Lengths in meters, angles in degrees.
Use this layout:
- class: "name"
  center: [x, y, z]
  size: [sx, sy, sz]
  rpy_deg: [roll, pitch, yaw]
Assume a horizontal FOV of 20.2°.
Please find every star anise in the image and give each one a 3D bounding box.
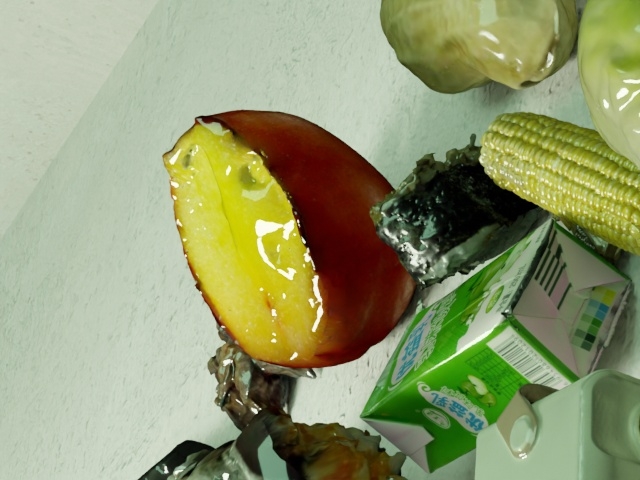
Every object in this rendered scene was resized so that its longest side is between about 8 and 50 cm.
- class: "star anise"
  center: [-0.084, 0.137, 2.379]
  size: [0.236, 0.109, 0.223]
  rpy_deg: [-24, 51, 57]

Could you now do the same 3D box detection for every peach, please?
- class: "peach"
  center: [-0.044, -0.011, 2.104]
  size: [0.281, 0.338, 0.281]
  rpy_deg: [-38, 29, 26]

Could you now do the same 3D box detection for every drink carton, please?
- class: "drink carton"
  center: [0.169, 0.101, 1.759]
  size: [0.271, 0.108, 0.161]
  rpy_deg: [-39, 14, 49]

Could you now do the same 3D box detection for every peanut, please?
- class: "peanut"
  center: [0.183, -0.263, 2.085]
  size: [0.174, 0.158, 0.340]
  rpy_deg: [-51, 20, -20]

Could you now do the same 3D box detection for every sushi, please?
- class: "sushi"
  center: [-0.040, 0.380, 1.816]
  size: [0.417, 0.176, 0.417]
  rpy_deg: [1, 91, 57]
- class: "sushi"
  center: [0.149, -0.037, 1.865]
  size: [0.147, 0.115, 0.212]
  rpy_deg: [-42, -12, 32]

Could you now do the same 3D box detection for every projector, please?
- class: "projector"
  center: [0.227, 0.227, 1.477]
  size: [0.177, 0.163, 0.242]
  rpy_deg: [-37, 38, 49]

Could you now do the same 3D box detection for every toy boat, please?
- class: "toy boat"
  center: [0.262, -0.017, 1.792]
  size: [0.049, 0.047, 0.149]
  rpy_deg: [-62, 24, 15]

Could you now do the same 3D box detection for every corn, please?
- class: "corn"
  center: [0.257, -0.059, 1.713]
  size: [0.244, 0.093, 0.093]
  rpy_deg: [32, 99, 47]

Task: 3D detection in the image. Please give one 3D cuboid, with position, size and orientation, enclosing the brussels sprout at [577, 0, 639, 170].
- class: "brussels sprout"
  center: [0.349, -0.153, 1.483]
  size: [0.274, 0.242, 0.316]
  rpy_deg: [13, 65, 47]

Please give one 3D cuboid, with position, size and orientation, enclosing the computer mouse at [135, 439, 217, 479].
- class: "computer mouse"
  center: [-0.226, 0.373, 2.418]
  size: [0.183, 0.116, 0.323]
  rpy_deg: [-45, 1, -33]
